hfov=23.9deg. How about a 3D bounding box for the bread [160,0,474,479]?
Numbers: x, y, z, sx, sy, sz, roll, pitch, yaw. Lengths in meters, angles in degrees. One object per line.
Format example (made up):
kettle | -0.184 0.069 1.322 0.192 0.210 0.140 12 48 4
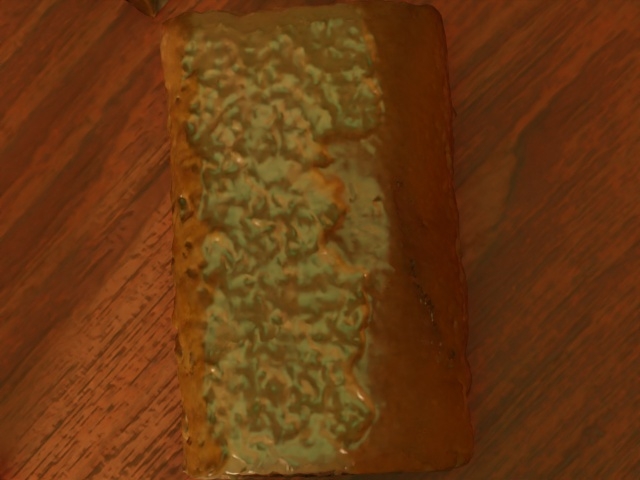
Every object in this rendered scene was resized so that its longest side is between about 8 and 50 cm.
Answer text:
bread | 0.000 0.000 1.193 0.236 0.165 0.375 -5 82 -1

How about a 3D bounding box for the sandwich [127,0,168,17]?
sandwich | -0.184 -0.308 1.224 0.108 0.186 0.220 -42 83 -5
